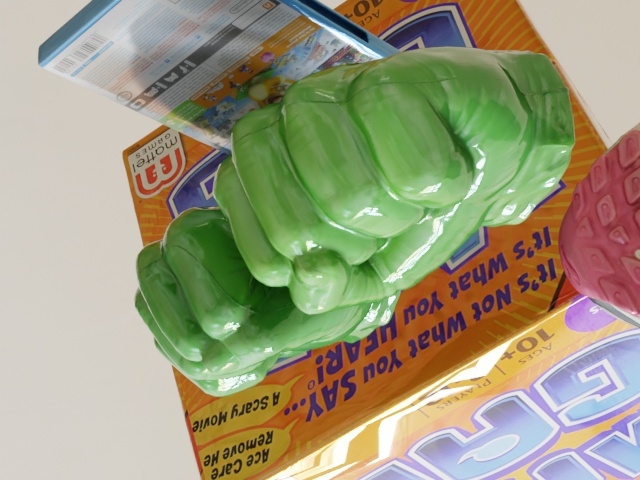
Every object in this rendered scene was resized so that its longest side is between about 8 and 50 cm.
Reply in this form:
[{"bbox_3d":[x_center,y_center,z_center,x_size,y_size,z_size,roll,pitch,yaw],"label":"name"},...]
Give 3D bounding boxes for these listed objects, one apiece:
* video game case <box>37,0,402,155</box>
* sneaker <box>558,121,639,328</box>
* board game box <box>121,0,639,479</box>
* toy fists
[{"bbox_3d":[-0.044,-0.092,0.635,0.119,0.166,0.015,-30,-128,34],"label":"video game case"},{"bbox_3d":[0.236,-0.008,0.538,0.112,0.299,0.120,144,-64,-65],"label":"sneaker"},{"bbox_3d":[0.107,0.040,1.019,0.356,0.356,0.356,41,22,-48],"label":"board game box"},{"bbox_3d":[0.000,0.000,0.607,0.279,0.142,0.096,-43,-121,52],"label":"toy fists"}]
